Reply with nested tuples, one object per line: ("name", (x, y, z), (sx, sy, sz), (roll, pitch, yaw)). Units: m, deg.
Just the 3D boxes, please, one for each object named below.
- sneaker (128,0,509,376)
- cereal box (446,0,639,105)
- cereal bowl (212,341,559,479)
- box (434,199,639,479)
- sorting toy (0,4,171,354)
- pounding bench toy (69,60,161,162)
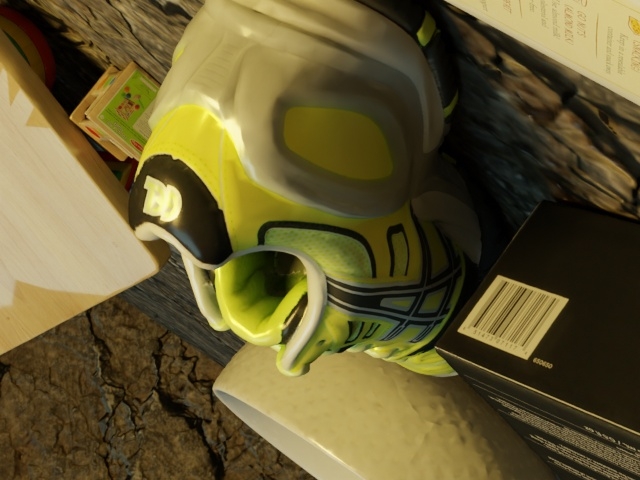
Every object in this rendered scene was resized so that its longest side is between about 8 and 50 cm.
("sneaker", (0.000, 0.000, 0.676), (0.145, 0.147, 0.384), (28, 166, 28))
("cereal box", (0.081, -0.095, 0.326), (0.240, 0.047, 0.173), (32, 167, 18))
("cereal bowl", (0.078, 0.171, 1.114), (0.339, 0.141, 0.339), (34, 167, 9))
("box", (0.206, 0.095, 0.568), (0.261, 0.103, 0.184), (20, 157, 51))
("sorting toy", (-0.266, -0.055, 1.047), (0.255, 0.089, 0.257), (-26, 107, 37))
("pounding bench toy", (-0.132, -0.083, 0.947), (0.083, 0.052, 0.065), (41, 167, -21))
